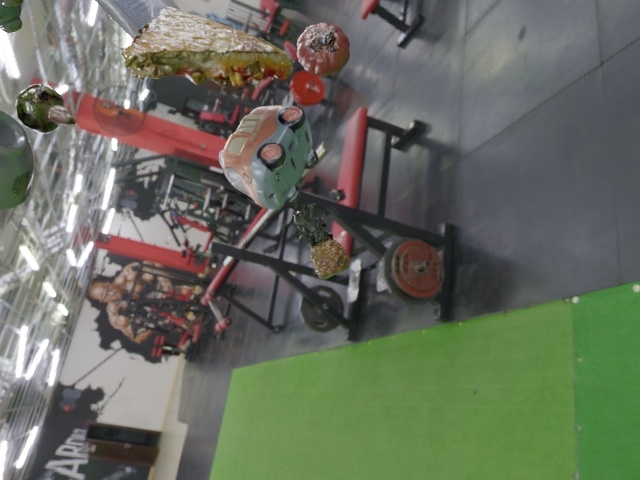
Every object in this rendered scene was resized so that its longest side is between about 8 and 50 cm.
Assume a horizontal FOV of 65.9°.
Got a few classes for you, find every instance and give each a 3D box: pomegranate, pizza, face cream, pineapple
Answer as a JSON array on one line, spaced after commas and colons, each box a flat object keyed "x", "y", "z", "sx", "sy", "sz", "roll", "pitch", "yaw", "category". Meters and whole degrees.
[{"x": -0.788, "y": -0.375, "z": 1.431, "sx": 0.125, "sy": 0.163, "sz": 0.138, "roll": -131, "pitch": 60, "yaw": -69, "category": "pomegranate"}, {"x": -0.323, "y": -0.445, "z": 1.190, "sx": 0.406, "sy": 0.439, "sz": 0.130, "roll": -38, "pitch": -32, "yaw": -46, "category": "pizza"}, {"x": -0.549, "y": -0.725, "z": 1.573, "sx": 0.137, "sy": 0.420, "sz": 0.235, "roll": -21, "pitch": 27, "yaw": 54, "category": "face cream"}, {"x": -0.001, "y": 0.000, "z": 1.621, "sx": 0.248, "sy": 0.128, "sz": 0.128, "roll": 63, "pitch": 151, "yaw": 8, "category": "pineapple"}]

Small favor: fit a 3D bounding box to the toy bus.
[{"x": -0.150, "y": -0.239, "z": 1.342, "sx": 0.194, "sy": 0.232, "sz": 0.288, "roll": 73, "pitch": -142, "yaw": -58, "category": "toy bus"}]

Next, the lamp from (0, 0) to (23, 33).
[{"x": -1.146, "y": -0.774, "z": 1.570, "sx": 0.301, "sy": 0.247, "sz": 0.247, "roll": -37, "pitch": 0, "yaw": -40, "category": "lamp"}]

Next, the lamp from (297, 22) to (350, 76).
[{"x": 0.010, "y": -0.634, "z": 1.631, "sx": 0.140, "sy": 0.182, "sz": 0.182, "roll": 81, "pitch": -159, "yaw": -77, "category": "lamp"}]

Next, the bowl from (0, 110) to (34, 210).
[{"x": -0.927, "y": -0.267, "z": 1.371, "sx": 0.157, "sy": 0.345, "sz": 0.346, "roll": -32, "pitch": 35, "yaw": 19, "category": "bowl"}]
